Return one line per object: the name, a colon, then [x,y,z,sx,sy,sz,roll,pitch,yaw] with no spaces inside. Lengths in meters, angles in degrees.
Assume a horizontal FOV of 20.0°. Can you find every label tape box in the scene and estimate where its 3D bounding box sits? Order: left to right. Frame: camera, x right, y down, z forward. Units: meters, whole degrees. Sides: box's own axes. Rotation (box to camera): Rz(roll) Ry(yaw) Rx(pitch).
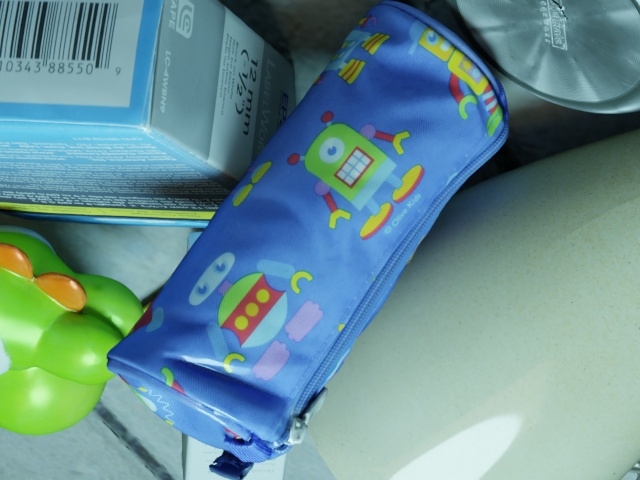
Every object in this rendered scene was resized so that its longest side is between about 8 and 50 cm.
label tape box: [-0.157,-0.087,1.215,0.249,0.115,0.347,3,172,18]

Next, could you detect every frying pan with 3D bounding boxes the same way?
frying pan: [0.201,-0.112,1.070,0.326,0.053,0.197,33,150,9]

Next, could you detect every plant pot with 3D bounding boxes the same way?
plant pot: [0.157,0.049,1.205,0.256,0.256,0.274,38,121,-22]

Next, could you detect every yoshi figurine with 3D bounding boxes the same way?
yoshi figurine: [-0.308,0.057,1.395,0.362,0.204,0.203,17,180,12]

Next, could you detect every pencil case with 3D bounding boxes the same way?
pencil case: [0.000,0.000,1.128,0.133,0.306,0.119,32,169,20]

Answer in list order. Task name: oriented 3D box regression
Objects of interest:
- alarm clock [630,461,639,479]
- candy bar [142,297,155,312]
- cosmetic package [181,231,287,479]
alarm clock: [0.239,0.133,1.376,0.129,0.064,0.192,11,139,5]
candy bar: [-0.132,0.062,1.475,0.040,0.018,0.161,37,137,-19]
cosmetic package: [-0.065,0.108,1.416,0.085,0.117,0.231,-1,141,-5]
